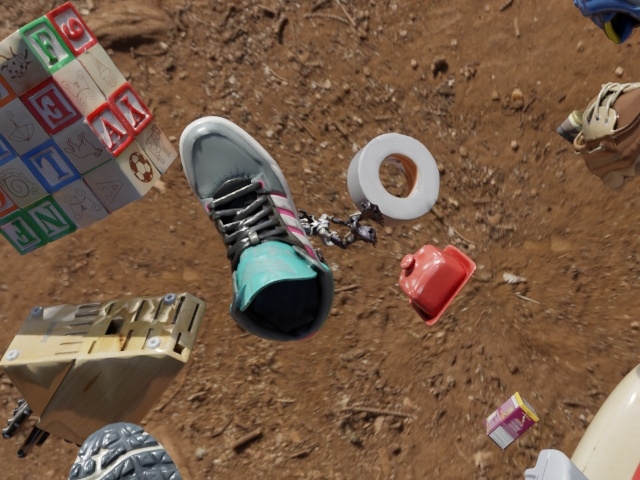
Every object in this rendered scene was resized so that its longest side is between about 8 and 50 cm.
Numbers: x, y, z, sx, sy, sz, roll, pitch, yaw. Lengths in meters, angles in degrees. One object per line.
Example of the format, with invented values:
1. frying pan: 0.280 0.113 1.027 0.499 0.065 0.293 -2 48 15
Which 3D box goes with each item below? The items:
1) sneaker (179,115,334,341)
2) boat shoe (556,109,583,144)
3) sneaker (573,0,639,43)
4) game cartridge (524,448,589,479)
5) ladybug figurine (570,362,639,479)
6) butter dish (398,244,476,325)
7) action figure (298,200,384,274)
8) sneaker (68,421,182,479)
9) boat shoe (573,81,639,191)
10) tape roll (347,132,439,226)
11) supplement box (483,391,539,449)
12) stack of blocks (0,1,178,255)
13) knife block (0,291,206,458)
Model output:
1. sneaker: -0.074 0.003 0.801 0.124 0.178 0.295 -29 109 4
2. boat shoe: 0.666 -0.243 1.714 0.073 0.223 0.080 -33 44 36
3. sneaker: 0.209 -0.205 0.531 0.209 0.069 0.082 -124 43 -51
4. game cartridge: 0.218 0.366 0.608 0.198 0.062 0.297 42 55 -19
5. ladybug figurine: 0.403 0.338 0.847 0.162 0.305 0.449 30 122 42
6. butter dish: 0.218 0.070 1.436 0.118 0.160 0.160 32 99 -19
7. action figure: 0.000 0.000 1.544 0.275 0.141 0.164 -11 43 24
8. sneaker: -0.165 0.309 0.631 0.110 0.122 0.283 -14 80 -22
9. boat shoe: 0.417 -0.157 0.954 0.116 0.324 0.123 40 85 13
10. tape roll: 0.178 -0.146 1.679 0.219 0.072 0.219 5 77 -19
11. supplement box: 0.326 0.309 1.187 0.043 0.055 0.083 45 101 -3
12. stack of blocks: -0.314 -0.078 0.683 0.297 0.087 0.171 -21 117 26
13. knife block: -0.236 0.183 0.793 0.275 0.088 0.242 -7 129 13
